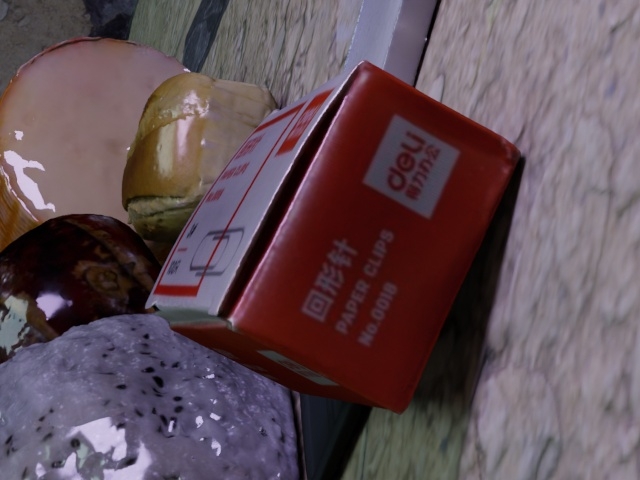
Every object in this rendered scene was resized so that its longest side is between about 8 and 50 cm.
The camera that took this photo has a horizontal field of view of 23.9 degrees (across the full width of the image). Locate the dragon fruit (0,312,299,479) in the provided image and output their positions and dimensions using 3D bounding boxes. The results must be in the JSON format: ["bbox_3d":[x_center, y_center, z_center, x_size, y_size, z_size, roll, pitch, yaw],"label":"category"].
[{"bbox_3d":[-0.139,0.198,0.925,0.221,0.204,0.283,-122,46,-72],"label":"dragon fruit"}]

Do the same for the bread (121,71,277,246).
[{"bbox_3d":[-0.111,-0.065,1.306,0.236,0.106,0.140,146,134,-73],"label":"bread"}]

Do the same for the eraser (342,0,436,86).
[{"bbox_3d":[0.048,-0.147,0.879,0.104,0.023,0.150,-121,45,-73],"label":"eraser"}]

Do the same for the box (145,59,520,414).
[{"bbox_3d":[0.000,0.000,0.706,0.133,0.099,0.182,-62,12,-8],"label":"box"}]

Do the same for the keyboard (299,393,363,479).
[{"bbox_3d":[0.002,0.057,0.858,0.381,0.041,0.103,-84,12,-57],"label":"keyboard"}]

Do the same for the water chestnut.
[{"bbox_3d":[-0.187,0.084,1.275,0.224,0.238,0.223,32,135,38],"label":"water chestnut"}]

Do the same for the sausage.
[{"bbox_3d":[-0.233,-0.049,1.551,0.287,0.233,0.233,133,148,-65],"label":"sausage"}]
